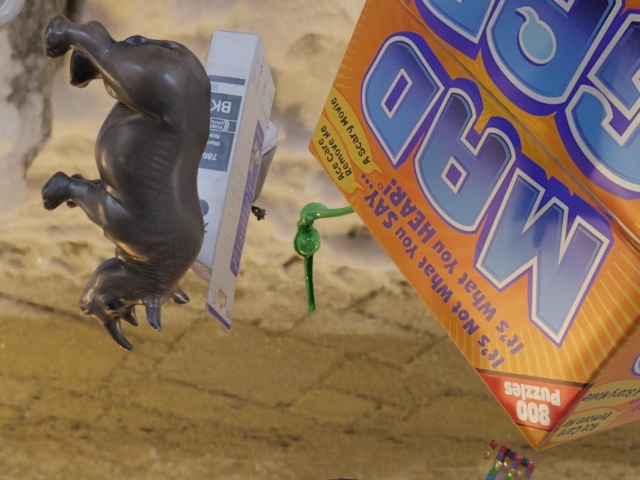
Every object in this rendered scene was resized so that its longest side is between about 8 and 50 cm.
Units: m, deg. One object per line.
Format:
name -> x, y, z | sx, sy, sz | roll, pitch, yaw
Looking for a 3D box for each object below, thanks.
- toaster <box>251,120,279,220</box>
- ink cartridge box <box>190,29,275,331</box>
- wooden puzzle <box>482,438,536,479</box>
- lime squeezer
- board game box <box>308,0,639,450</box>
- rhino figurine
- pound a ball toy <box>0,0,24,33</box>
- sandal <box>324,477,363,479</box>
toaster -> -0.160, -0.136, 1.464 | 0.227, 0.129, 0.146 | 37, 133, 11
ink cartridge box -> -0.120, -0.067, 1.161 | 0.065, 0.332, 0.165 | 7, 165, 5
wooden puzzle -> 0.229, 0.280, 1.166 | 0.083, 0.049, 0.006 | 31, 165, -5
lime squeezer -> 0.000, 0.000, 1.717 | 0.110, 0.059, 0.310 | 41, 141, 15
board game box -> 0.270, -0.112, 0.777 | 0.356, 0.356, 0.356 | -7, 136, -34
rhino figurine -> -0.129, -0.028, 0.659 | 0.106, 0.073, 0.243 | 10, 113, 8
pound a ball toy -> -0.300, -0.129, 0.702 | 0.136, 0.208, 0.319 | -21, -174, -33
sandal -> 0.032, 0.393, 0.711 | 0.168, 0.445, 0.107 | -5, 151, -10
